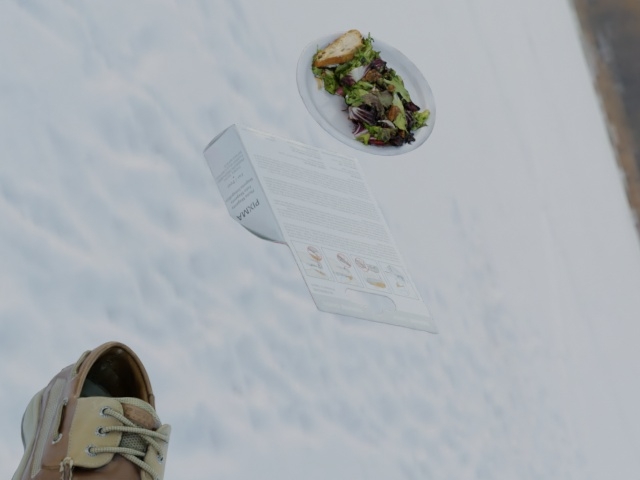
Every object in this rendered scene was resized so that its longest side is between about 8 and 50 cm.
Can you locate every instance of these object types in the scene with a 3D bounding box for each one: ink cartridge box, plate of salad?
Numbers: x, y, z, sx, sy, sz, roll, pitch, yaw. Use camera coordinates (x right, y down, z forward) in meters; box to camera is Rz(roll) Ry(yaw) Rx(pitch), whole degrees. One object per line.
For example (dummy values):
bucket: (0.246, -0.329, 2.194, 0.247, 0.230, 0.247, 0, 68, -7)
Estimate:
ink cartridge box: (0.000, 0.000, 1.517, 0.189, 0.066, 0.232, 13, 47, -46)
plate of salad: (0.064, -0.198, 1.987, 0.048, 0.200, 0.200, 127, -39, -50)

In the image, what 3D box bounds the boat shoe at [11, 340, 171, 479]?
boat shoe: (-0.190, 0.185, 1.304, 0.122, 0.120, 0.324, 32, 14, -25)
